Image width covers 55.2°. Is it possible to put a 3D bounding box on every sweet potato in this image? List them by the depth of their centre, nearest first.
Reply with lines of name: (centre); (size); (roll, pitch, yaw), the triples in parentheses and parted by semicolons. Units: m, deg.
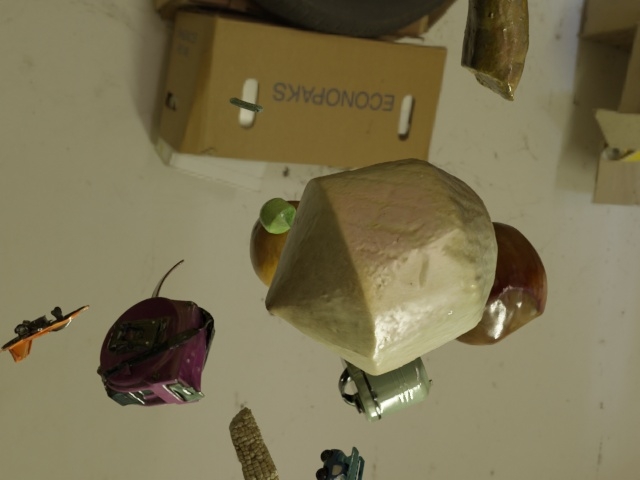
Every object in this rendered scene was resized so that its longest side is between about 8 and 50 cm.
sweet potato: (0.421, -0.519, 1.452); (0.158, 0.369, 0.158); (0, -152, 0)

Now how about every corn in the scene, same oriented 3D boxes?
corn: (-0.173, 0.524, 1.521); (0.087, 0.210, 0.087); (-24, 165, -7)

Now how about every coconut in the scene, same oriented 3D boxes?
coconut: (0.075, 0.040, 0.867); (0.329, 0.328, 0.329); (3, -172, 0)
coconut: (-0.101, -0.058, 1.492); (0.096, 0.088, 0.088); (44, -151, 26)

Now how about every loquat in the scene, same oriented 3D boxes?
loquat: (-0.064, 0.022, 1.652); (0.263, 0.263, 0.263); (3, -172, 0)

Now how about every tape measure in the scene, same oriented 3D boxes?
tape measure: (-0.345, 0.233, 1.306); (0.245, 0.231, 0.149); (-15, 138, 18)

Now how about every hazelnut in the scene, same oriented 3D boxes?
hazelnut: (0.476, 0.127, 1.805); (0.366, 0.365, 0.366); (3, -172, 0)

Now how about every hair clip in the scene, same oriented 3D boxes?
hair clip: (-0.374, 0.098, 1.477); (0.022, 0.137, 0.054); (37, 156, -15)

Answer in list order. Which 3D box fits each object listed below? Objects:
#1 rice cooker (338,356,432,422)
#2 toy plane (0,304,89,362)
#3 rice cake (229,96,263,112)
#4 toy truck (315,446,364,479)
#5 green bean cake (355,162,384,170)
rice cooker: (0.166, 0.373, 1.689); (0.244, 0.226, 0.226); (-24, -167, -8)
toy plane: (-0.547, 0.167, 1.203); (0.188, 0.062, 0.135); (-38, -171, -2)
rice cake: (-0.211, -0.384, 1.735); (0.121, 0.021, 0.022); (25, -135, 33)
toy truck: (0.032, 0.434, 1.082); (0.074, 0.063, 0.136); (-13, -144, 25)
green bean cake: (0.175, -0.054, 1.441); (0.125, 0.248, 0.222); (-21, -158, -30)
